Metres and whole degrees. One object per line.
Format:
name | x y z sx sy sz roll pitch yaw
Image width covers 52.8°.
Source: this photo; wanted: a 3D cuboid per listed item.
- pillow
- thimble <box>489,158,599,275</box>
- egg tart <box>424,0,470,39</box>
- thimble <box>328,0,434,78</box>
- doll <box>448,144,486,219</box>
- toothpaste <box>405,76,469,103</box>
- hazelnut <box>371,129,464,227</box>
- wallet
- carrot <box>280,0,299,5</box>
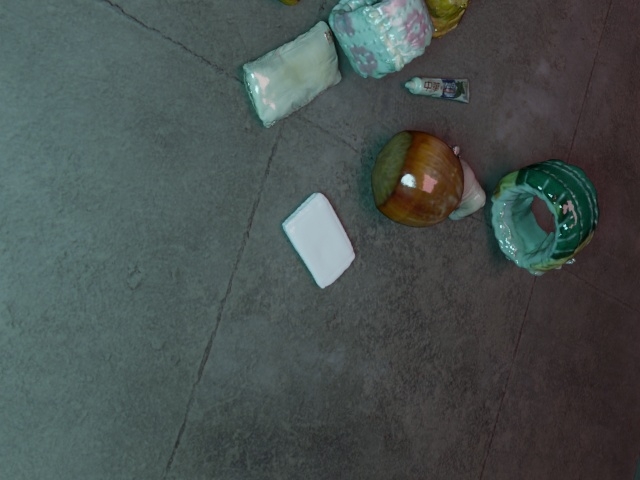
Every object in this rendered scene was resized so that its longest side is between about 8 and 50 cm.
pillow | -0.049 -0.323 1.250 0.229 0.051 0.128 -39 123 -28
thimble | 0.574 -0.058 1.660 0.167 0.254 0.288 -25 113 -33
egg tart | 0.266 -0.595 1.433 0.290 0.115 0.290 -8 102 -39
thimble | 0.124 -0.424 1.275 0.185 0.211 0.149 -25 120 15
doll | 0.327 -0.129 1.555 0.192 0.095 0.149 38 74 -39
toothpaste | 0.281 -0.360 1.524 0.233 0.038 0.060 -6 102 -41
hazelnut | 0.213 -0.129 1.397 0.214 0.176 0.214 0 91 -1
wallet | 0.000 0.000 1.346 0.124 0.032 0.183 -46 123 -25
carrot | -0.137 -0.504 1.146 0.260 0.070 0.070 21 83 -40
